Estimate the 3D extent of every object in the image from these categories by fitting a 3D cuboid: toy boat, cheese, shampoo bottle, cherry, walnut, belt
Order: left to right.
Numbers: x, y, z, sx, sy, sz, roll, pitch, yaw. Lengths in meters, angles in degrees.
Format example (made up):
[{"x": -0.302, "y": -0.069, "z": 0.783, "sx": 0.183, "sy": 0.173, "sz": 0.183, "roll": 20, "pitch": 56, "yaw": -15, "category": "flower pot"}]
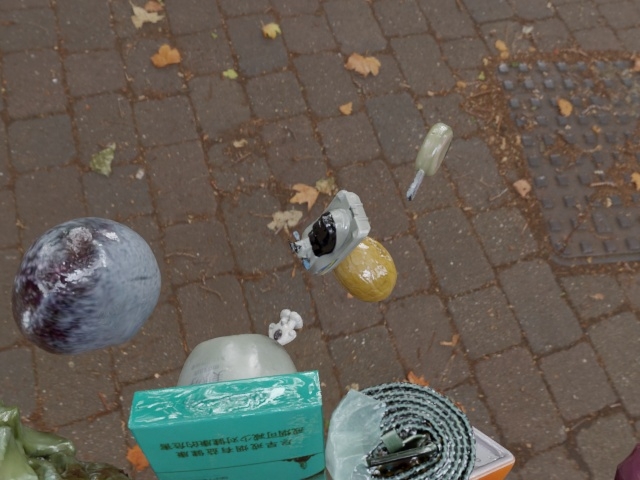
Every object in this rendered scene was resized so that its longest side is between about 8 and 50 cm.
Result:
[{"x": -0.421, "y": 0.086, "z": 0.902, "sx": 0.255, "sy": 0.296, "sz": 0.218, "roll": -17, "pitch": 57, "yaw": -37, "category": "cherry"}, {"x": -0.199, "y": 0.402, "z": 1.222, "sx": 0.323, "sy": 0.322, "sz": 0.317, "roll": -4, "pitch": 56, "yaw": -8, "category": "shampoo bottle"}, {"x": 0.008, "y": -0.003, "z": 1.213, "sx": 0.141, "sy": 0.269, "sz": 0.140, "roll": 24, "pitch": 47, "yaw": -28, "category": "toy boat"}, {"x": 0.113, "y": 0.072, "z": 1.320, "sx": 0.159, "sy": 0.159, "sz": 0.206, "roll": -37, "pitch": 86, "yaw": -20, "category": "walnut"}, {"x": 0.130, "y": 0.347, "z": 0.835, "sx": 0.258, "sy": 0.150, "sz": 0.206, "roll": -17, "pitch": 66, "yaw": 10, "category": "belt"}, {"x": 0.221, "y": -0.160, "z": 1.021, "sx": 0.048, "sy": 0.092, "sz": 0.171, "roll": 26, "pitch": 100, "yaw": 18, "category": "cheese"}]

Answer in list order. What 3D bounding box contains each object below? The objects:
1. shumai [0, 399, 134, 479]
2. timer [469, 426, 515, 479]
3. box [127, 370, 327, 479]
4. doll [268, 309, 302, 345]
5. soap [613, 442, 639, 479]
[{"x": -0.469, "y": 0.421, "z": 0.747, "sx": 0.395, "sy": 0.395, "sz": 0.348, "roll": -34, "pitch": 90, "yaw": -19, "category": "shumai"}, {"x": 0.279, "y": 0.501, "z": 1.155, "sx": 0.250, "sy": 0.161, "sz": 0.257, "roll": -15, "pitch": 25, "yaw": -34, "category": "timer"}, {"x": -0.075, "y": 0.215, "z": 0.485, "sx": 0.161, "sy": 0.226, "sz": 0.042, "roll": -5, "pitch": 42, "yaw": -3, "category": "box"}, {"x": -0.180, "y": 0.357, "z": 1.654, "sx": 0.208, "sy": 0.143, "sz": 0.271, "roll": 1, "pitch": 42, "yaw": 10, "category": "doll"}, {"x": 0.434, "y": 0.222, "z": 0.430, "sx": 0.325, "sy": 0.220, "sz": 0.127, "roll": -26, "pitch": 40, "yaw": 22, "category": "soap"}]
